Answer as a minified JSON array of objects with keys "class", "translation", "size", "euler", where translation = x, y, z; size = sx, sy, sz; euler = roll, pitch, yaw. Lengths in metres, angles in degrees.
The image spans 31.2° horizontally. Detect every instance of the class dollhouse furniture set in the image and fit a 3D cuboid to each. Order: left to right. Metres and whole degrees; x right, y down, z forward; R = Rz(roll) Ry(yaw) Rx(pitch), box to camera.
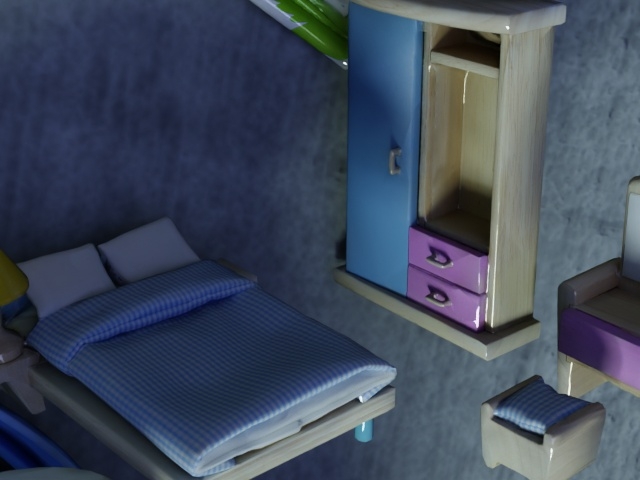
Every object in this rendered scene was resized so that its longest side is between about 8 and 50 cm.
[{"class":"dollhouse furniture set","translation":[0.000,0.000,0.562],"size":[0.303,0.286,0.198],"euler":[-19,119,-35]}]

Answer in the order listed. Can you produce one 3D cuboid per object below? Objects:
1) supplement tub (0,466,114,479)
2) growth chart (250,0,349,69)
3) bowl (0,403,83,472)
[{"class":"supplement tub","translation":[-0.135,0.302,0.536],"size":[0.241,0.241,0.331],"euler":[-20,106,-17]},{"class":"growth chart","translation":[0.017,-0.235,0.695],"size":[0.172,0.021,0.237],"euler":[27,90,-23]},{"class":"bowl","translation":[-0.289,0.252,0.631],"size":[0.391,0.077,0.391],"euler":[-5,101,-25]}]
